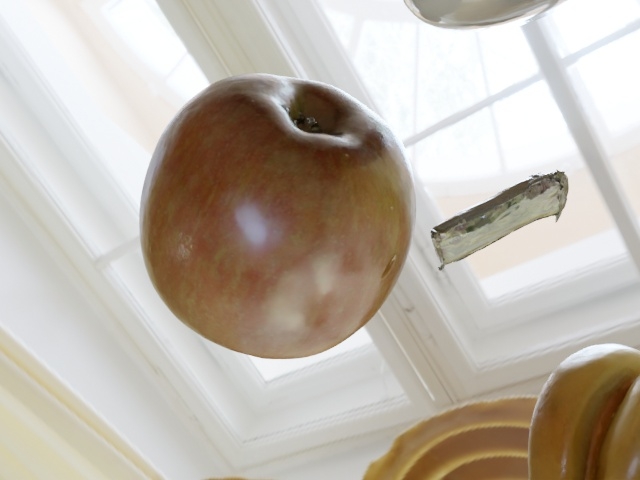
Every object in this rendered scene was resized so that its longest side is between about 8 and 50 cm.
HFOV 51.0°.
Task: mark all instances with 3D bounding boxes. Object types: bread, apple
[{"bbox_3d":[0.497,0.371,1.028,0.245,0.424,0.329,-7,-171,46],"label":"bread"},{"bbox_3d":[-0.028,-0.019,0.461,0.188,0.188,0.174,-51,168,-51],"label":"apple"}]

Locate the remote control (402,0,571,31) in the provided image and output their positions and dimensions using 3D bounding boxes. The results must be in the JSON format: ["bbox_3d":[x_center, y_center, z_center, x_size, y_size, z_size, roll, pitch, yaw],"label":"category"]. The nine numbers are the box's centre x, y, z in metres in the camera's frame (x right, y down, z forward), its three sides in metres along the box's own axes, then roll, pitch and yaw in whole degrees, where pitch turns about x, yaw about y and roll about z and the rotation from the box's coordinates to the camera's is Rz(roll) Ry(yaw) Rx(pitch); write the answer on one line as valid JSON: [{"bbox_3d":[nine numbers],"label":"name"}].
[{"bbox_3d":[0.149,-0.194,0.363,0.221,0.103,0.332,-32,-177,24],"label":"remote control"}]

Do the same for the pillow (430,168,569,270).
[{"bbox_3d":[0.300,-0.043,1.140,0.255,0.059,0.169,-26,154,6],"label":"pillow"}]
